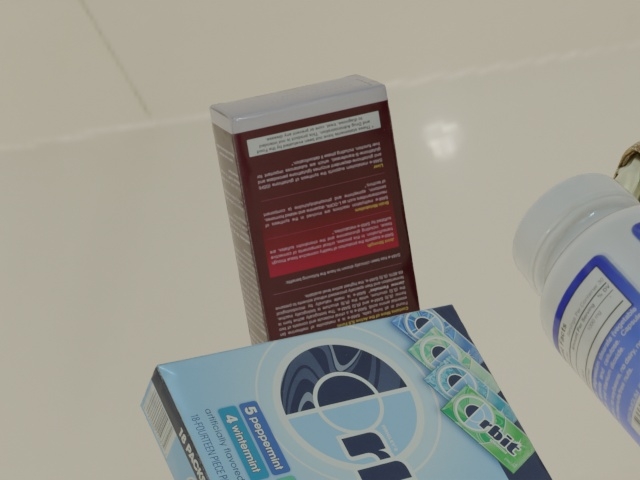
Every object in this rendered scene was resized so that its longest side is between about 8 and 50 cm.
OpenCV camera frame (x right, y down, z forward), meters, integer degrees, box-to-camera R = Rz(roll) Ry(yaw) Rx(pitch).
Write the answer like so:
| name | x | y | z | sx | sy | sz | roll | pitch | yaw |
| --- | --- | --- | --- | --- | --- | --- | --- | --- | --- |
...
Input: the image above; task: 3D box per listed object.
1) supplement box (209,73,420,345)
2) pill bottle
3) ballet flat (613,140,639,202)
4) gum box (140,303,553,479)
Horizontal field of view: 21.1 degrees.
| name | x | y | z | sx | sy | sz | roll | pitch | yaw |
| --- | --- | --- | --- | --- | --- | --- | --- | --- | --- |
| supplement box | 0.000 | 0.000 | 1.363 | 0.130 | 0.073 | 0.239 | -13 | 106 | -15 |
| pill bottle | 0.269 | 0.068 | 1.352 | 0.152 | 0.272 | 0.152 | -18 | 134 | -19 |
| ballet flat | 0.314 | -0.018 | 1.817 | 0.067 | 0.073 | 0.206 | -4 | 118 | -47 |
| gum box | 0.022 | 0.120 | 0.888 | 0.184 | 0.157 | 0.041 | -11 | 146 | -29 |
